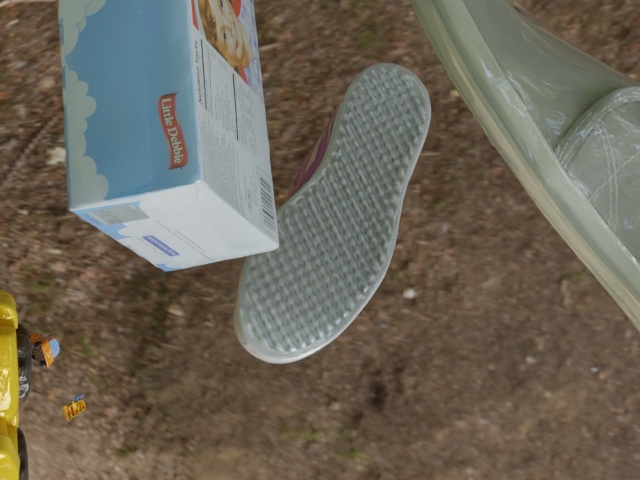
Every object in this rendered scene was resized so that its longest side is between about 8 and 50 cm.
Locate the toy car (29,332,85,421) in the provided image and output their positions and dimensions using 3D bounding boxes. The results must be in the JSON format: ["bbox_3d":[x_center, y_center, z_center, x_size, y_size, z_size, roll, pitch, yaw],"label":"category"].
[{"bbox_3d":[-0.347,0.174,1.807,0.040,0.060,0.122,-28,101,-32],"label":"toy car"}]

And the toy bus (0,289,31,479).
[{"bbox_3d":[-0.277,0.166,0.989,0.149,0.211,0.220,1,111,-20],"label":"toy bus"}]

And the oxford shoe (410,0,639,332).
[{"bbox_3d":[0.216,-0.021,0.823,0.130,0.169,0.449,-42,80,19],"label":"oxford shoe"}]

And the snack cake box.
[{"bbox_3d":[-0.102,-0.128,0.905,0.089,0.152,0.264,-11,71,15],"label":"snack cake box"}]

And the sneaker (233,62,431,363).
[{"bbox_3d":[0.001,0.000,1.144,0.102,0.161,0.282,33,60,-5],"label":"sneaker"}]
